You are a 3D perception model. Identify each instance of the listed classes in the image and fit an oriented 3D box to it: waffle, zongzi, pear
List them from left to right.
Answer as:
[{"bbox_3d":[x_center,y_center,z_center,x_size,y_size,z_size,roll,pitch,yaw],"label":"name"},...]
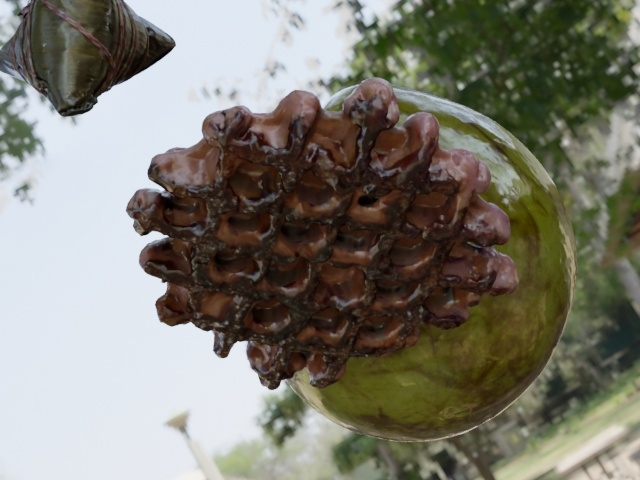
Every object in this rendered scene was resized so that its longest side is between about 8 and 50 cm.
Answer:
[{"bbox_3d":[-0.106,-0.077,0.497,0.073,0.067,0.083,-5,-1,13],"label":"zongzi"},{"bbox_3d":[0.000,0.000,0.754,0.221,0.055,0.234,-26,-47,18],"label":"waffle"},{"bbox_3d":[0.062,0.017,0.978,0.283,0.283,0.283,-29,-13,-7],"label":"pear"}]
